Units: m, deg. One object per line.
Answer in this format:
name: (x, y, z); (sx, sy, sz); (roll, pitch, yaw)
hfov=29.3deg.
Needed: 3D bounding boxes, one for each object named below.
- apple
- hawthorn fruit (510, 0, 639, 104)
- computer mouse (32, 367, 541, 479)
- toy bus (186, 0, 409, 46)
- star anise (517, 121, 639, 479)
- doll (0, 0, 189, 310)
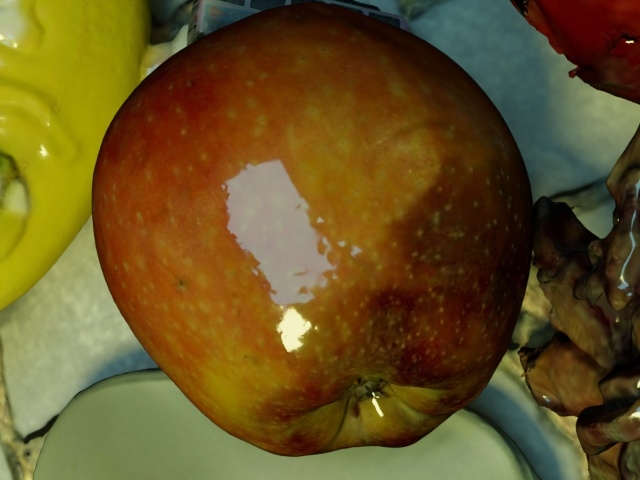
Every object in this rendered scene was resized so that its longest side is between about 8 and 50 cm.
apple: (0.000, 0.000, 0.628); (0.229, 0.230, 0.230); (-1, 86, 18)
hawthorn fruit: (0.217, -0.206, 0.555); (0.315, 0.316, 0.316); (-1, 86, 18)
computer mouse: (-0.027, 0.176, 0.708); (0.330, 0.095, 0.197); (4, 84, 18)
toy bus: (-0.011, -0.119, 0.714); (0.130, 0.037, 0.052); (10, 79, -17)
star anise: (0.154, 0.080, 0.576); (0.102, 0.272, 0.272); (-16, 79, -25)
doll: (-0.182, -0.162, 0.752); (0.348, 0.161, 0.423); (-24, 87, -2)
